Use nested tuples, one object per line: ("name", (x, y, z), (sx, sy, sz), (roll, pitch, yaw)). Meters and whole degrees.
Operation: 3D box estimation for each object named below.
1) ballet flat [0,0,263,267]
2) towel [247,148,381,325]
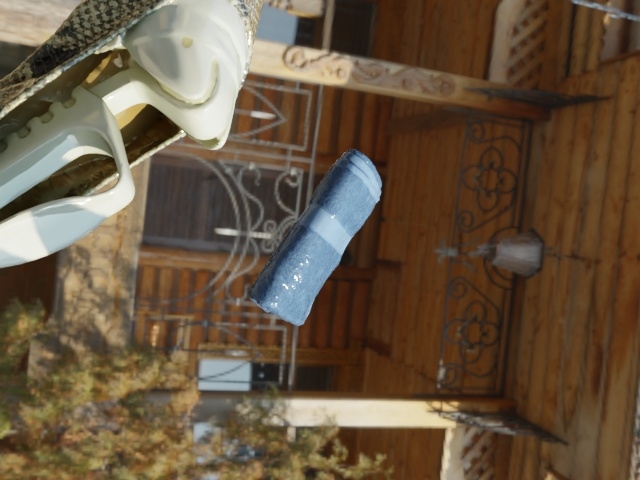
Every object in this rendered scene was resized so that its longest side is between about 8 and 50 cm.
("ballet flat", (-0.191, -0.096, 0.641), (0.182, 0.482, 0.164), (39, -18, 37))
("towel", (0.000, 0.000, 0.500), (0.119, 0.029, 0.067), (-56, 161, -6))
